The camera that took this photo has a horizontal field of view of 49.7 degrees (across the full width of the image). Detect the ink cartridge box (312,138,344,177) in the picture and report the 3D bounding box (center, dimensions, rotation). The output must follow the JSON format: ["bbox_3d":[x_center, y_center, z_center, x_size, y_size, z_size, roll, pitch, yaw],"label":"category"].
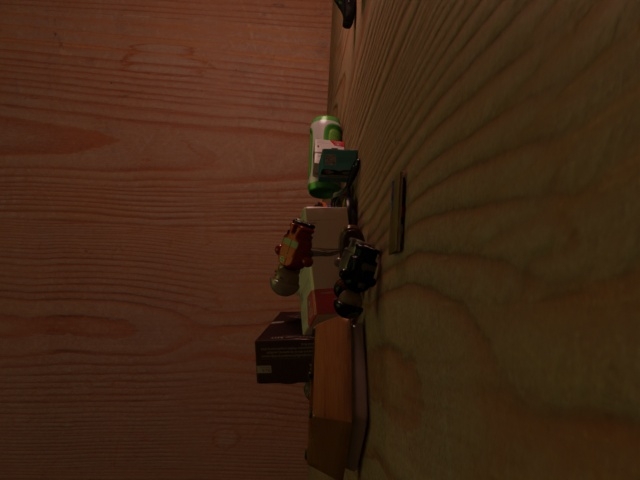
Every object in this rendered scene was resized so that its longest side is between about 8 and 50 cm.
[{"bbox_3d":[0.029,-0.286,2.426,0.151,0.109,0.063,-90,8,-48],"label":"ink cartridge box"}]

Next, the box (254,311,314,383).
[{"bbox_3d":[-0.070,0.323,2.155,0.381,0.191,0.143,-50,-44,-79],"label":"box"}]

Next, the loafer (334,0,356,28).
[{"bbox_3d":[0.080,-0.807,2.320,0.076,0.078,0.223,99,174,-67],"label":"loafer"}]

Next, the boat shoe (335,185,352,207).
[{"bbox_3d":[0.071,-0.130,2.058,0.137,0.043,0.049,104,171,-68],"label":"boat shoe"}]

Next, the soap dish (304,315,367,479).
[{"bbox_3d":[0.032,0.338,1.516,0.291,0.118,0.229,-88,3,-48],"label":"soap dish"}]

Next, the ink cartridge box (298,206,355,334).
[{"bbox_3d":[0.011,0.079,1.760,0.207,0.117,0.283,113,153,-67],"label":"ink cartridge box"}]

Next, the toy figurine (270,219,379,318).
[{"bbox_3d":[0.006,0.056,1.409,0.209,0.212,0.148,-120,47,-84],"label":"toy figurine"}]

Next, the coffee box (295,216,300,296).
[{"bbox_3d":[-0.018,0.040,2.143,0.098,0.141,0.247,37,131,32],"label":"coffee box"}]

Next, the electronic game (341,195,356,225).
[{"bbox_3d":[0.068,-0.010,1.916,0.229,0.048,0.230,-176,90,-87],"label":"electronic game"}]

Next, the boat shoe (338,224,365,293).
[{"bbox_3d":[0.076,0.052,1.572,0.060,0.064,0.178,-104,11,-64],"label":"boat shoe"}]

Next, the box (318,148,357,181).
[{"bbox_3d":[0.048,-0.220,2.050,0.244,0.100,0.060,126,146,-86],"label":"box"}]

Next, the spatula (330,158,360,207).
[{"bbox_3d":[0.063,-0.148,1.954,0.296,0.030,0.084,125,156,-58],"label":"spatula"}]

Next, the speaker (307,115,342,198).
[{"bbox_3d":[0.016,-0.311,2.584,0.131,0.131,0.297,101,172,-70],"label":"speaker"}]

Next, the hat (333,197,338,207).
[{"bbox_3d":[0.000,0.000,2.476,0.331,0.133,0.332,-177,90,-88],"label":"hat"}]

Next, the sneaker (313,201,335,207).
[{"bbox_3d":[0.044,-0.023,2.244,0.083,0.087,0.221,-28,68,49],"label":"sneaker"}]

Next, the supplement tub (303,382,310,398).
[{"bbox_3d":[0.003,0.454,2.130,0.198,0.105,0.106,108,165,-76],"label":"supplement tub"}]

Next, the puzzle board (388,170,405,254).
[{"bbox_3d":[0.125,-0.042,1.131,0.096,0.011,0.128,110,164,-85],"label":"puzzle board"}]
